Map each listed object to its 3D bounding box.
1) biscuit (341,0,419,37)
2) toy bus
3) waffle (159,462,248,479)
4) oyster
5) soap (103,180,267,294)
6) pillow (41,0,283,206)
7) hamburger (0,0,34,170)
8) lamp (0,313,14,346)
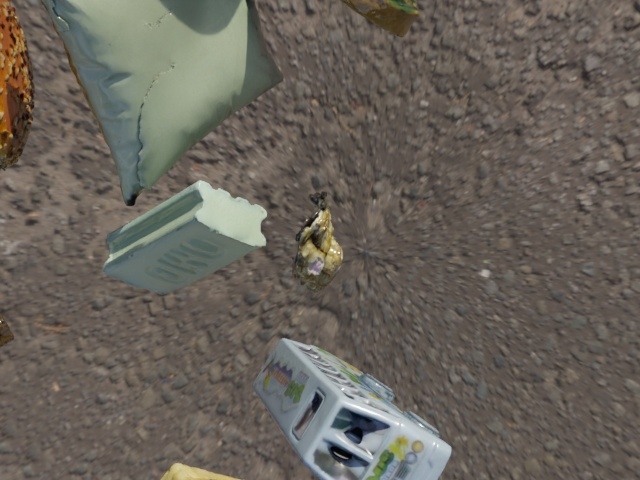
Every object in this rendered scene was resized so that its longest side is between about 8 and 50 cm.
[{"bbox_3d":[-0.008,-0.397,1.339,0.344,0.287,0.057,37,111,-4],"label":"biscuit"},{"bbox_3d":[0.022,0.191,1.066,0.136,0.330,0.109,34,87,-14],"label":"toy bus"},{"bbox_3d":[-0.125,0.454,1.389,0.114,0.376,0.261,37,94,39],"label":"waffle"},{"bbox_3d":[0.000,0.000,1.573,0.081,0.191,0.163,11,100,-2],"label":"oyster"},{"bbox_3d":[-0.174,0.002,1.267,0.198,0.115,0.063,-26,53,40],"label":"soap"},{"bbox_3d":[-0.189,-0.253,1.256,0.310,0.119,0.312,-45,131,-33],"label":"pillow"},{"bbox_3d":[-0.453,-0.213,1.235,0.176,0.300,0.300,-6,89,-4],"label":"hamburger"},{"bbox_3d":[-0.408,0.134,0.788,0.325,0.089,0.090,-34,95,-6],"label":"lamp"}]
